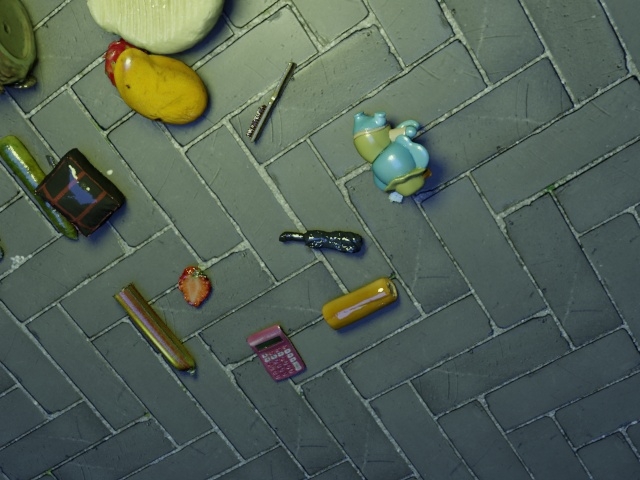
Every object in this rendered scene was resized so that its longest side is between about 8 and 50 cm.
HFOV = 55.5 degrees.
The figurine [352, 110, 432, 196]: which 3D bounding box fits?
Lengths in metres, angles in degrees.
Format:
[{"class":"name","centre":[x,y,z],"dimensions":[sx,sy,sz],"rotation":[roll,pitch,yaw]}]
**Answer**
[{"class":"figurine","centre":[0.197,-0.242,1.653],"dimensions":[0.179,0.154,0.262],"rotation":[-21,104,17]}]

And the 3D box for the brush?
[{"class":"brush","centre":[-0.141,-0.387,1.693],"dimensions":[0.036,0.043,0.248],"rotation":[31,109,2]}]

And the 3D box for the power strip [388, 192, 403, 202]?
[{"class":"power strip","centre":[0.226,-0.152,1.755],"dimensions":[0.040,0.016,0.090],"rotation":[16,110,0]}]

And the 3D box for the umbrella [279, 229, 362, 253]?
[{"class":"umbrella","centre":[0.001,-0.007,1.806],"dimensions":[0.248,0.071,0.071],"rotation":[9,110,7]}]

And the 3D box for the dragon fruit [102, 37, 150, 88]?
[{"class":"dragon fruit","centre":[-0.522,-0.465,1.656],"dimensions":[0.136,0.133,0.166],"rotation":[-3,108,-1]}]

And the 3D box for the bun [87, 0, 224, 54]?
[{"class":"bun","centre":[-0.401,-0.654,1.524],"dimensions":[0.365,0.219,0.365],"rotation":[6,126,8]}]

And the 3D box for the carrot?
[{"class":"carrot","centre":[-0.842,-0.153,1.833],"dimensions":[0.074,0.074,0.359],"rotation":[-26,106,14]}]

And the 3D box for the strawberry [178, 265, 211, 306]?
[{"class":"strawberry","centre":[-0.394,0.140,1.908],"dimensions":[0.103,0.048,0.152],"rotation":[12,127,-6]}]

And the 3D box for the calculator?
[{"class":"calculator","centre":[-0.141,0.363,1.970],"dimensions":[0.126,0.034,0.191],"rotation":[-25,111,13]}]

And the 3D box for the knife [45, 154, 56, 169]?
[{"class":"knife","centre":[-0.763,-0.163,1.846],"dimensions":[0.045,0.021,0.222],"rotation":[-21,107,15]}]

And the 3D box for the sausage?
[{"class":"sausage","centre":[-0.522,0.297,1.963],"dimensions":[0.082,0.082,0.372],"rotation":[-31,105,15]}]

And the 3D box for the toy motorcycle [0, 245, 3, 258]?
[{"class":"toy motorcycle","centre":[-1.115,-0.031,1.882],"dimensions":[0.204,0.108,0.239],"rotation":[-3,109,7]}]

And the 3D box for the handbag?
[{"class":"handbag","centre":[-0.701,-0.135,1.777],"dimensions":[0.169,0.155,0.215],"rotation":[-40,109,10]}]

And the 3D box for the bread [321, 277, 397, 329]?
[{"class":"bread","centre":[0.120,0.195,1.861],"dimensions":[0.239,0.074,0.093],"rotation":[-27,100,14]}]

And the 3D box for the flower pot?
[{"class":"flower pot","centre":[-0.893,-0.521,1.594],"dimensions":[0.213,0.302,0.302],"rotation":[-8,109,7]}]

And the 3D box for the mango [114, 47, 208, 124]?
[{"class":"mango","centre":[-0.426,-0.406,1.611],"dimensions":[0.177,0.120,0.294],"rotation":[-51,141,14]}]
